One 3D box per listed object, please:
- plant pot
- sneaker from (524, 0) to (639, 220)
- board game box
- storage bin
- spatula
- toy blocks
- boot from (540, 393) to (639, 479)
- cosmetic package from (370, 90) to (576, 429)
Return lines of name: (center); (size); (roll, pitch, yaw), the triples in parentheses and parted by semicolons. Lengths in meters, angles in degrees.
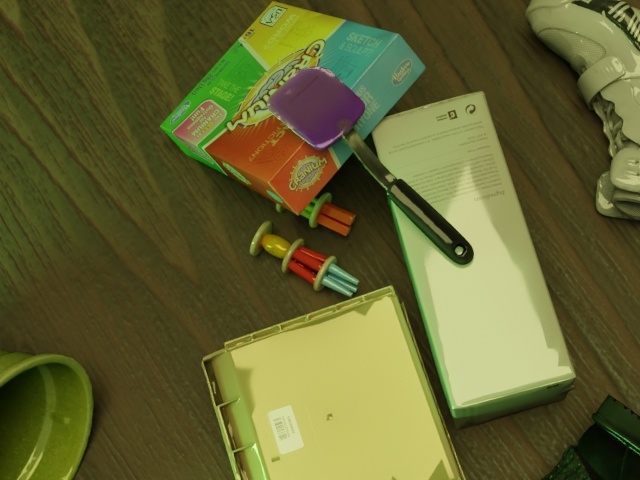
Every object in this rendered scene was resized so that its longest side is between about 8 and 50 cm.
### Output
plant pot: (-0.466, 0.222, 1.524); (0.254, 0.276, 0.276); (22, 77, 25)
sneaker: (0.383, -0.162, 1.576); (0.366, 0.137, 0.210); (35, 78, 11)
board game box: (-0.044, -0.180, 1.576); (0.242, 0.064, 0.316); (-50, 35, -8)
storage bin: (0.018, 0.226, 1.518); (0.260, 0.123, 0.262); (-19, 73, 2)
spatula: (0.068, -0.082, 1.415); (0.296, 0.030, 0.084); (45, 80, -2)
toy blocks: (0.000, 0.000, 1.620); (0.148, 0.054, 0.123); (28, 80, 14)
boot: (0.361, 0.363, 1.375); (0.260, 0.131, 0.348); (-51, 43, 0)
cosmetic package: (0.185, 0.029, 1.517); (0.155, 0.197, 0.365); (-15, 71, 3)
